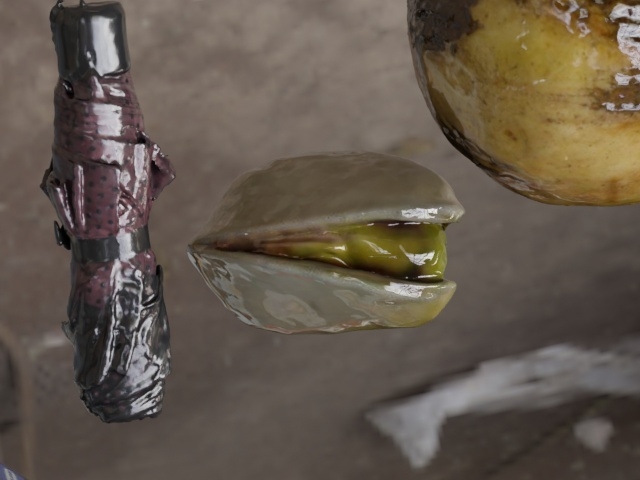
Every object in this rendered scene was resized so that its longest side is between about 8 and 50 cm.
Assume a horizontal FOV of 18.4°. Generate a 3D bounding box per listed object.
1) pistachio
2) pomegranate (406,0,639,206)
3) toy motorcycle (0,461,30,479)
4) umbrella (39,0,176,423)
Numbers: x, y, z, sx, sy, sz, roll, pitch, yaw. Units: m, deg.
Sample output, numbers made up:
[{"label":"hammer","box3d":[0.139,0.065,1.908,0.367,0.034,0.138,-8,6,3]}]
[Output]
[{"label":"pistachio","box3d":[0.000,0.000,1.766,0.197,0.166,0.288,5,173,-41]},{"label":"pomegranate","box3d":[0.224,-0.174,1.579,0.322,0.322,0.322,-10,159,-4]},{"label":"toy motorcycle","box3d":[-0.210,0.293,1.552,0.212,0.125,0.358,35,-178,-22]},{"label":"umbrella","box3d":[-0.163,-0.021,1.487,0.094,0.326,0.090,0,-168,25]}]
